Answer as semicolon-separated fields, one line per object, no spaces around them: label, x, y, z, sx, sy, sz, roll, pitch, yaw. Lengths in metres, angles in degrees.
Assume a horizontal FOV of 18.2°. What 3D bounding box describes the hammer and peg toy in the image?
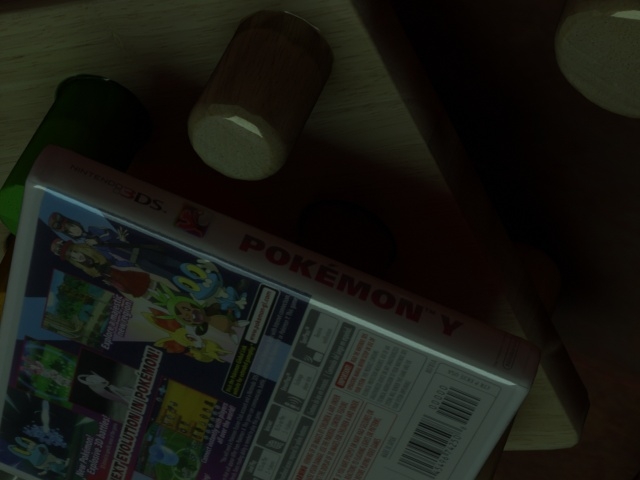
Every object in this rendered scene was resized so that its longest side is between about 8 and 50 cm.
hammer and peg toy;0.000;0.000;0.775;0.361;0.127;0.266;-4;133;31

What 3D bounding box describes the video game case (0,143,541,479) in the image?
video game case;-0.033;0.062;0.746;0.183;0.023;0.201;23;144;0

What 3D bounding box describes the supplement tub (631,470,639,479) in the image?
supplement tub;0.177;0.160;0.881;0.106;0.106;0.198;11;139;17

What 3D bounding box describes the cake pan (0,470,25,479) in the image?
cake pan;-0.261;0.059;0.914;0.293;0.054;0.293;-13;129;-17
